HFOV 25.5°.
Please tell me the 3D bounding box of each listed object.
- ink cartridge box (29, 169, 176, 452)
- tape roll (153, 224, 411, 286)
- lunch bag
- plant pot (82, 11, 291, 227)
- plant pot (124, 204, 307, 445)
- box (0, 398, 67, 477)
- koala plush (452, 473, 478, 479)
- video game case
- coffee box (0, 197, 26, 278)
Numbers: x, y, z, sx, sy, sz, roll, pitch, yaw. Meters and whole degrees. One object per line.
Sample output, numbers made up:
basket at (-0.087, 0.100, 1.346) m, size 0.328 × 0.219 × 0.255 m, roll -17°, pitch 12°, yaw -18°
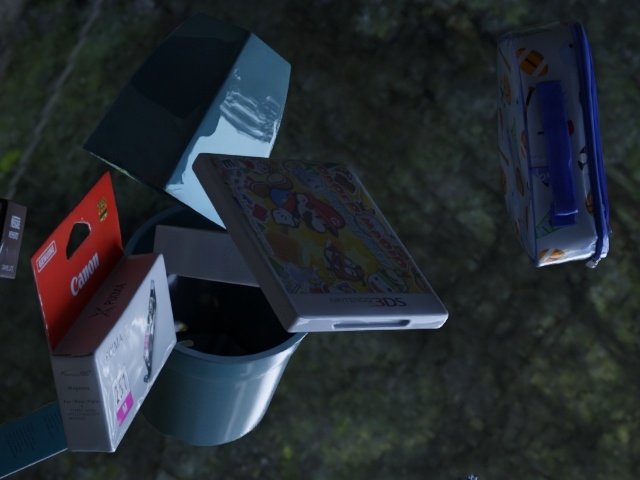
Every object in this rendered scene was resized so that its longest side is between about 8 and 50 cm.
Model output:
ink cartridge box at (-0.244, 0.074, 1.649) m, size 0.275 × 0.060 × 0.239 m, roll -67°, pitch 153°, yaw -64°
tape roll at (-0.060, 0.032, 2.117) m, size 0.392 × 0.392 × 0.072 m, roll -173°, pitch -91°, yaw -75°
lunch bag at (0.284, -0.113, 1.726) m, size 0.243 × 0.115 × 0.303 m, roll -84°, pitch 165°, yaw -84°
plant pot at (-0.153, -0.164, 1.852) m, size 0.165 × 0.165 × 0.234 m, roll 27°, pitch -95°, yaw 37°
plant pot at (-0.188, 0.163, 2.457) m, size 0.334 × 0.341 × 0.341 m, roll 106°, pitch 6°, yaw -49°
box at (-0.401, 0.264, 1.778) m, size 0.244 × 0.060 × 0.100 m, roll -24°, pitch 180°, yaw 0°
koala plush at (0.104, 0.347, 1.452) m, size 0.196 × 0.203 × 0.221 m, roll 132°, pitch -21°, yaw -73°
video game case at (0.000, 0.000, 1.433) m, size 0.026 × 0.206 × 0.227 m, roll -56°, pitch -129°, yaw 32°
coffee box at (-0.504, -0.021, 1.765) m, size 0.141 × 0.246 × 0.098 m, roll 147°, pitch -47°, yaw -87°
